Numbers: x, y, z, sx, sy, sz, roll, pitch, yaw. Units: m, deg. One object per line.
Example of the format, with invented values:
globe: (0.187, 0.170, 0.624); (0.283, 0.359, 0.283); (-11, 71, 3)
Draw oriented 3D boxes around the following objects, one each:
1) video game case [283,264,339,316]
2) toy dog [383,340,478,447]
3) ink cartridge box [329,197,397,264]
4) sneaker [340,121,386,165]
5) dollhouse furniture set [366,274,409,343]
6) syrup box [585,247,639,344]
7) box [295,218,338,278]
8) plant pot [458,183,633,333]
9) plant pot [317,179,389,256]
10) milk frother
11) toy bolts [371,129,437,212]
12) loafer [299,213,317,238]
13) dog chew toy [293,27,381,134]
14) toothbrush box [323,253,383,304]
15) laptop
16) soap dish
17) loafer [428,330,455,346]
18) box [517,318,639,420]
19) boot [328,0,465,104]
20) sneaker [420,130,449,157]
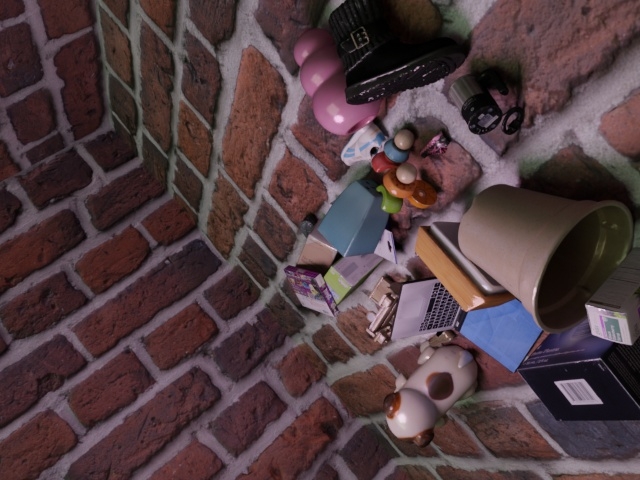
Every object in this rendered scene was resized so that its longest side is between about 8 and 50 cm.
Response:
video game case: (-0.040, 0.213, 2.307); (0.232, 0.042, 0.210); (10, 133, 53)
toy dog: (0.429, 0.616, 2.120); (0.284, 0.408, 0.395); (50, 154, 2)
ink cartridge box: (0.179, -0.041, 2.082); (0.333, 0.065, 0.165); (30, 146, 40)
sneaker: (0.139, -0.300, 1.794); (0.092, 0.087, 0.228); (48, 156, 4)
dollhouse furniture set: (0.205, 0.261, 2.080); (0.174, 0.356, 0.303); (38, 112, 24)
syrup box: (0.710, 0.122, 1.232); (0.096, 0.237, 0.093); (11, 132, 53)
box: (-0.009, 0.073, 2.347); (0.148, 0.121, 0.311); (28, 135, 6)
plant pot: (0.525, 0.007, 1.346); (0.305, 0.334, 0.333); (38, 153, 49)
plant pot: (0.137, -0.088, 1.910); (0.165, 0.166, 0.234); (46, 124, 31)
milk frother: (0.407, -0.327, 1.326); (0.143, 0.129, 0.134); (38, -152, -45)
toy bolts: (0.271, -0.218, 1.640); (0.158, 0.218, 0.228); (122, 142, -50)
loafer: (0.000, 0.000, 2.431); (0.096, 0.084, 0.267); (-13, 120, 28)
dog chew toy: (0.036, -0.483, 1.616); (0.331, 0.207, 0.206); (60, 154, 3)
toothbrush box: (0.117, 0.142, 2.251); (0.122, 0.206, 0.283); (46, 154, 11)
laptop: (0.480, 0.305, 1.856); (0.382, 0.408, 0.236); (90, 169, -51)
soap dish: (0.426, 0.076, 1.580); (0.291, 0.229, 0.118); (54, 125, 30)
loafer: (0.475, 0.380, 2.154); (0.050, 0.056, 0.148); (53, 144, 0)
box: (0.716, 0.287, 1.367); (0.182, 0.294, 0.296); (53, 154, 3)
boot: (0.183, -0.522, 1.396); (0.348, 0.131, 0.260); (-11, 86, 31)
sneaker: (0.333, -0.265, 1.577); (0.057, 0.047, 0.119); (40, 155, -1)
